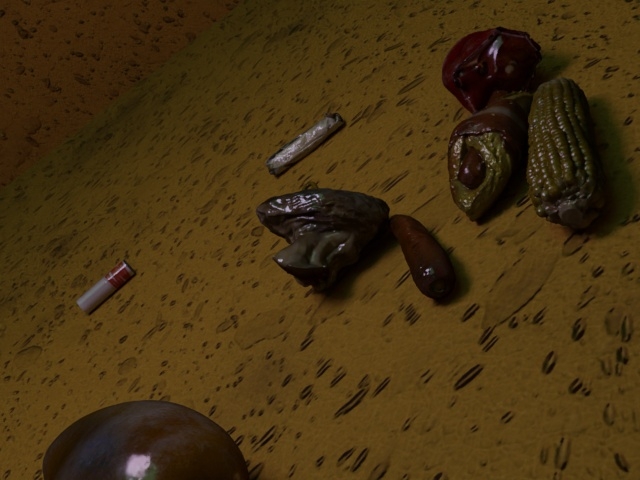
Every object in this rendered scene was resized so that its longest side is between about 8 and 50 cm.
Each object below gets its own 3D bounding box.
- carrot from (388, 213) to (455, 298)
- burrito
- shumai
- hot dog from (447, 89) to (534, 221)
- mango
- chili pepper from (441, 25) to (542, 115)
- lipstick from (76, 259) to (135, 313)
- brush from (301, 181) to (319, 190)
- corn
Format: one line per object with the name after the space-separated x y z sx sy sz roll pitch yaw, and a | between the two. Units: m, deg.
0.136 0.010 1.207 0.059 0.059 0.248 -35 24 7 | carrot
-0.032 -0.195 1.744 0.185 0.041 0.045 -35 69 5 | burrito
0.000 0.000 1.319 0.209 0.161 0.153 0 69 8 | shumai
0.240 -0.144 1.253 0.123 0.093 0.261 -33 24 44 | hot dog
-0.223 0.298 1.045 0.384 0.199 0.221 -4 42 50 | mango
0.269 -0.297 1.475 0.253 0.136 0.144 -111 30 -72 | chili pepper
-0.450 0.097 1.808 0.130 0.038 0.038 -42 27 -5 | lipstick
-0.001 -0.067 1.539 0.083 0.011 0.205 -39 26 2 | brush
0.322 -0.126 1.145 0.097 0.097 0.320 -24 28 27 | corn
